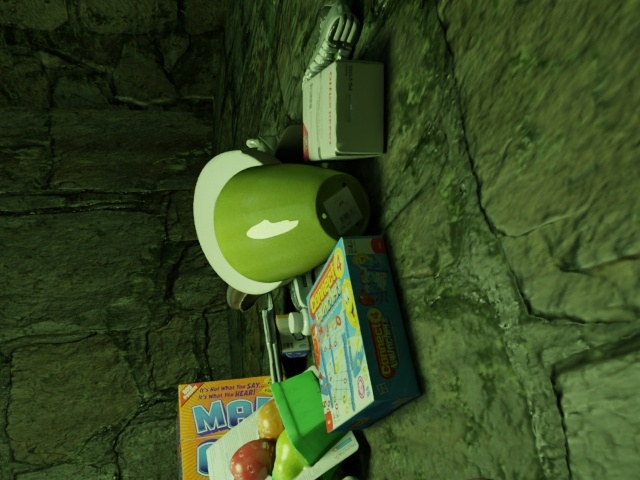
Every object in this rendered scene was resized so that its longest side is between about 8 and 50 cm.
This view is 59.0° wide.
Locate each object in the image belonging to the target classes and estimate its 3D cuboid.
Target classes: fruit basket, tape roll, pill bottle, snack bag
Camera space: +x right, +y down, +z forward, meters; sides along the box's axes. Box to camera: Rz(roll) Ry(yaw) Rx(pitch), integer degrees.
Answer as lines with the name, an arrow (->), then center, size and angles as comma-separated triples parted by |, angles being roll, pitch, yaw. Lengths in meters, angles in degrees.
fruit basket -> -0.099, 0.483, 1.296 | 0.165, 0.353, 0.327 | 48, 179, -25
tape roll -> -0.192, -0.050, 1.516 | 0.391, 0.072, 0.392 | 14, 112, 37
pill bottle -> -0.013, 0.188, 1.320 | 0.065, 0.116, 0.065 | 178, 90, -74
snack bag -> -0.144, 0.347, 1.755 | 0.343, 0.037, 0.323 | -105, 9, -63

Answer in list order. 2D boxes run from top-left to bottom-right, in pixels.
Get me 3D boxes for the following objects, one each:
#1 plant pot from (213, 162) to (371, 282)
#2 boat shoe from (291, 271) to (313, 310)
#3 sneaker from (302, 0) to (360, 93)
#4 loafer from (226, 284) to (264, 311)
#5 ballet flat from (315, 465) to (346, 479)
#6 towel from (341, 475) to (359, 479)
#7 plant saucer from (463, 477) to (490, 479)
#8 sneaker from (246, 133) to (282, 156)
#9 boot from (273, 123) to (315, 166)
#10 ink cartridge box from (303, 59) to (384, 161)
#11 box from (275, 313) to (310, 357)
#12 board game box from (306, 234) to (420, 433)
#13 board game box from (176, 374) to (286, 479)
plant pot -> -0.037, -0.050, 1.193 | 0.293, 0.274, 0.275 | -8, 84, 54
boat shoe -> -0.059, 0.102, 1.553 | 0.083, 0.065, 0.184 | 140, 124, -65
sneaker -> 0.019, -0.423, 1.231 | 0.229, 0.086, 0.132 | 126, 146, -48
loafer -> -0.167, 0.107, 1.679 | 0.130, 0.134, 0.366 | 41, 130, 10
ballet flat -> -0.088, 0.622, 1.345 | 0.348, 0.123, 0.123 | -34, 52, 29
towel -> 0.093, 0.655, 0.962 | 0.320, 0.090, 0.375 | -151, 54, -77
plant saucer -> 0.201, 0.474, 0.692 | 0.332, 0.084, 0.333 | 178, 90, -73
sneaker -> -0.157, -0.176, 1.711 | 0.114, 0.152, 0.305 | 133, 132, -64
boot -> -0.077, -0.182, 1.538 | 0.115, 0.112, 0.306 | -98, 12, -58
ink cartridge box -> 0.039, -0.246, 1.124 | 0.237, 0.100, 0.172 | -162, 71, -74
box -> -0.079, 0.275, 1.615 | 0.028, 0.081, 0.136 | 110, 154, -51
board game box -> 0.066, 0.193, 1.108 | 0.308, 0.086, 0.302 | 116, 147, -58
board game box -> -0.295, 0.700, 1.910 | 0.357, 0.356, 0.357 | 112, 151, -54
